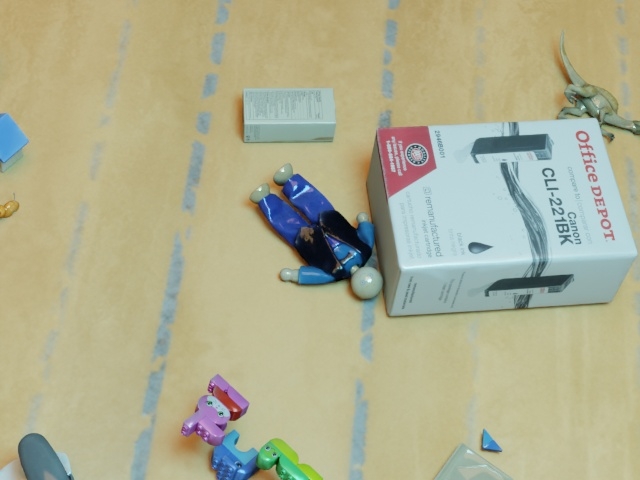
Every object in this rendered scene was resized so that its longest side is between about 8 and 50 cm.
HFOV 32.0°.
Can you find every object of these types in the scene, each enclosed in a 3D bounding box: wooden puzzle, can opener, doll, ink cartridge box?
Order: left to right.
[{"bbox_3d":[-0.247,0.321,1.054,0.076,0.095,0.283,-16,61,-14],"label":"can opener"},{"bbox_3d":[0.000,0.000,1.301,0.129,0.046,0.189,-41,72,-16],"label":"doll"},{"bbox_3d":[0.159,0.260,1.177,0.078,0.014,0.116,42,64,14],"label":"wooden puzzle"},{"bbox_3d":[0.204,-0.029,1.297,0.273,0.114,0.197,-3,58,-8],"label":"ink cartridge box"}]

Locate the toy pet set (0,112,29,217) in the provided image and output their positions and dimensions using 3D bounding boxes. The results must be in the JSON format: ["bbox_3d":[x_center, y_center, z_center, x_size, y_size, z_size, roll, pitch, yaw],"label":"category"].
[{"bbox_3d":[-0.397,-0.091,1.309,0.122,0.065,0.114,36,62,15],"label":"toy pet set"}]

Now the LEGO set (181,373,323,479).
[{"bbox_3d":[-0.063,0.255,1.114,0.227,0.087,0.093,40,49,18],"label":"LEGO set"}]

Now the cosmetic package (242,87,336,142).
[{"bbox_3d":[-0.040,-0.157,1.395,0.115,0.041,0.060,0,58,-5],"label":"cosmetic package"}]

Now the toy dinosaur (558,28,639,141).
[{"bbox_3d":[0.347,-0.185,1.453,0.092,0.053,0.183,-30,73,-38],"label":"toy dinosaur"}]
